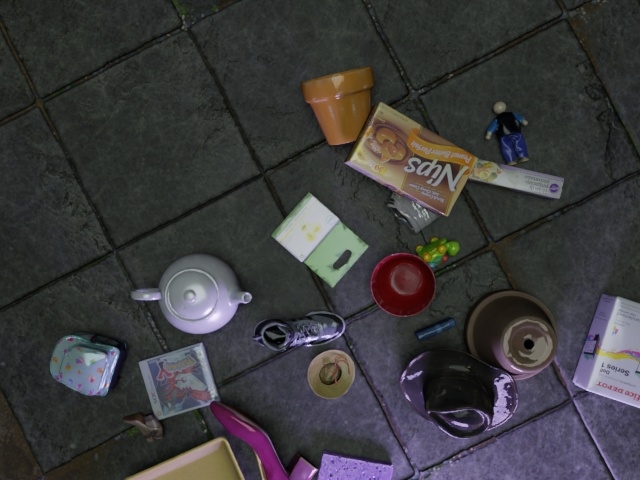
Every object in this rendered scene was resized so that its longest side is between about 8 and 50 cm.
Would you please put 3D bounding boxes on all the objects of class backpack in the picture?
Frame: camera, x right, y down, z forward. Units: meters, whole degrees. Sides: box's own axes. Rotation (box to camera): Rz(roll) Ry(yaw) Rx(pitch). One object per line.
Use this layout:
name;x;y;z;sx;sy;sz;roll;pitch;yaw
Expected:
backpack;-0.680;0.352;1.911;0.188;0.144;0.166;18;96;5

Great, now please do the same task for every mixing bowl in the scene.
mixing bowl;0.240;0.118;1.889;0.181;0.098;0.181;2;97;13

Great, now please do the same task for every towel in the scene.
towel;0.331;0.256;1.908;0.119;0.067;0.029;-23;87;2

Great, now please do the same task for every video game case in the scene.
video game case;-0.417;0.416;1.958;0.201;0.023;0.183;-17;89;2

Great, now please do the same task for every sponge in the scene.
sponge;0.098;0.692;1.932;0.210;0.031;0.117;10;90;2

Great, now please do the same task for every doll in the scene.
doll;0.539;-0.311;1.916;0.129;0.046;0.189;-16;89;1

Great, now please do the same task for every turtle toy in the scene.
turtle toy;0.338;0.034;1.905;0.130;0.095;0.066;-29;110;2

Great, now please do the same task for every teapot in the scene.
teapot;-0.358;0.152;1.877;0.256;0.187;0.252;-44;88;2

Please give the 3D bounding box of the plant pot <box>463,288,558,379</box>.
plant pot;0.544;0.273;1.821;0.263;0.229;0.263;0;91;2

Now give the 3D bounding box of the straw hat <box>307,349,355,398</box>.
straw hat;0.026;0.387;1.922;0.144;0.061;0.144;2;81;-13

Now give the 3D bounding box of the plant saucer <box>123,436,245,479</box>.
plant saucer;-0.355;0.772;1.925;0.333;0.081;0.332;-24;89;1

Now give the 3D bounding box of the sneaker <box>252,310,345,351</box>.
sneaker;-0.062;0.264;1.880;0.269;0.153;0.101;-7;90;2

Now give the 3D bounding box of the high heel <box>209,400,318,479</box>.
high heel;-0.199;0.623;1.891;0.377;0.127;0.181;38;80;-1

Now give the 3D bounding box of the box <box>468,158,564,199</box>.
box;0.527;-0.182;1.906;0.324;0.067;0.063;13;91;1

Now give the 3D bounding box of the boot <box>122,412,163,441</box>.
boot;-0.520;0.554;1.953;0.118;0.042;0.087;-11;107;25

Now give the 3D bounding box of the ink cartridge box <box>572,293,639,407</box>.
ink cartridge box;0.863;0.314;1.863;0.201;0.117;0.278;18;91;2

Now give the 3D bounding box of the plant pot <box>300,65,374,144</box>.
plant pot;0.063;-0.376;1.872;0.205;0.205;0.188;-13;105;2

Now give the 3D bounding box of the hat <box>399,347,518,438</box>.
hat;0.370;0.455;1.810;0.331;0.134;0.331;9;126;12

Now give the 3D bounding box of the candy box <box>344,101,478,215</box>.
candy box;0.247;-0.218;1.810;0.316;0.087;0.183;28;90;-10

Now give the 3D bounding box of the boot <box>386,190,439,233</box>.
boot;0.235;-0.143;1.900;0.123;0.095;0.258;-39;89;-5

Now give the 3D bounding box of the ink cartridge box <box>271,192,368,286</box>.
ink cartridge box;0.000;0.000;1.931;0.235;0.056;0.171;41;90;4
